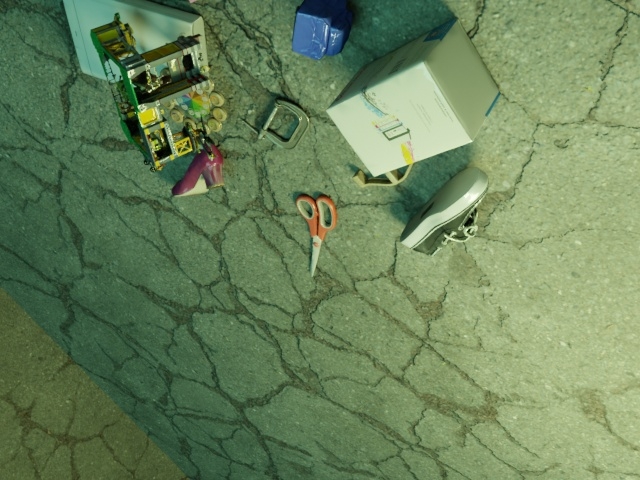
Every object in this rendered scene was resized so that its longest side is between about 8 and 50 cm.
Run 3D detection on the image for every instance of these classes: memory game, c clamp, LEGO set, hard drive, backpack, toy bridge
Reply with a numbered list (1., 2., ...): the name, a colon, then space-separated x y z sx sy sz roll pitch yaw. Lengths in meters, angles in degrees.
1. memory game: -0.294 -0.319 1.595 0.186 0.012 0.186 20 138 19
2. c clamp: -0.098 -0.265 1.576 0.137 0.022 0.161 40 141 -6
3. LEGO set: -0.334 -0.330 1.510 0.255 0.192 0.331 38 148 47
4. hard drive: -0.419 -0.443 1.605 0.353 0.047 0.233 20 139 17
5. backpack: 0.007 -0.398 1.291 0.101 0.120 0.098 22 138 1
6. toy bridge: 0.150 -0.151 1.514 0.063 0.026 0.188 47 140 -16

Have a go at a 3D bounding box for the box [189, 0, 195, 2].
1. box: -0.198 -0.586 1.246 0.213 0.117 0.243 -6 125 39

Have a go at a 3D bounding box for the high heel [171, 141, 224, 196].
1. high heel: -0.326 -0.180 1.805 0.244 0.082 0.117 -9 93 57

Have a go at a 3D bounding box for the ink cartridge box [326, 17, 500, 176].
1. ink cartridge box: 0.169 -0.254 1.280 0.233 0.171 0.168 -16 119 45

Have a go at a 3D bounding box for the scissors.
1. scissors: 0.000 0.000 1.776 0.109 0.021 0.297 13 135 23

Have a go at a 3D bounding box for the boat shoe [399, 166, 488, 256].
1. boat shoe: 0.278 -0.044 1.466 0.105 0.113 0.306 32 144 -6
